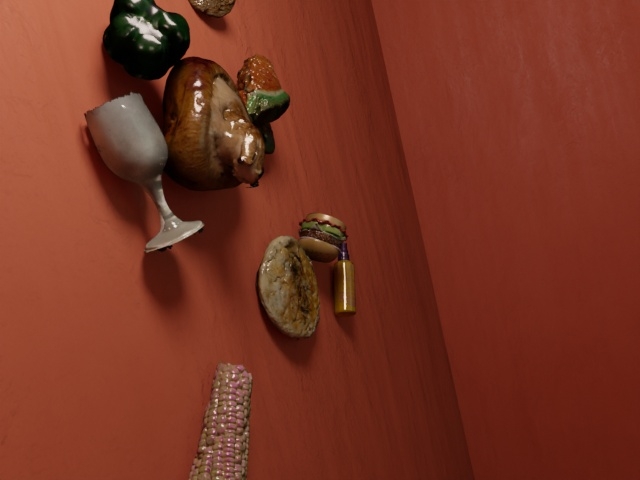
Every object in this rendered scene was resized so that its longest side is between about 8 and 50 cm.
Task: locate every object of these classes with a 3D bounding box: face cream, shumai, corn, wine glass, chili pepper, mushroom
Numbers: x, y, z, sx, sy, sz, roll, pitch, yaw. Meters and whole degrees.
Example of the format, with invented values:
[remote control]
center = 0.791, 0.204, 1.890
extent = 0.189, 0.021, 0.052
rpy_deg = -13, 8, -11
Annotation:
[face cream]
center = 0.085, 0.136, 2.085
extent = 0.078, 0.078, 0.273
rpy_deg = 36, 47, -55
[shumai]
center = -0.309, -0.700, 1.631
extent = 0.105, 0.139, 0.123
rpy_deg = -120, -142, -67
[corn]
center = -0.215, 0.436, 1.285
extent = 0.127, 0.126, 0.335
rpy_deg = 52, 32, -43
[wine glass]
center = -0.364, -0.139, 1.191
extent = 0.143, 0.143, 0.321
rpy_deg = -49, 123, -60
[chili pepper]
center = -0.383, -0.438, 1.263
extent = 0.173, 0.261, 0.165
rpy_deg = 20, 86, -21
[mushroom]
center = -0.236, -0.258, 1.371
extent = 0.345, 0.259, 0.346
rpy_deg = -6, 90, -73

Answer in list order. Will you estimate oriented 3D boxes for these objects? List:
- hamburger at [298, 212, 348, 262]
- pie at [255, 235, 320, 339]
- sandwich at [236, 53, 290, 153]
[hamburger]
center = 0.002, 0.000, 1.881
extent = 0.175, 0.175, 0.137
rpy_deg = 42, 57, -52
[pie]
center = -0.083, 0.144, 1.729
extent = 0.339, 0.077, 0.339
rpy_deg = 38, 45, -53
[sandwich]
center = -0.169, -0.408, 1.674
extent = 0.250, 0.162, 0.301
rpy_deg = 52, 34, -67
